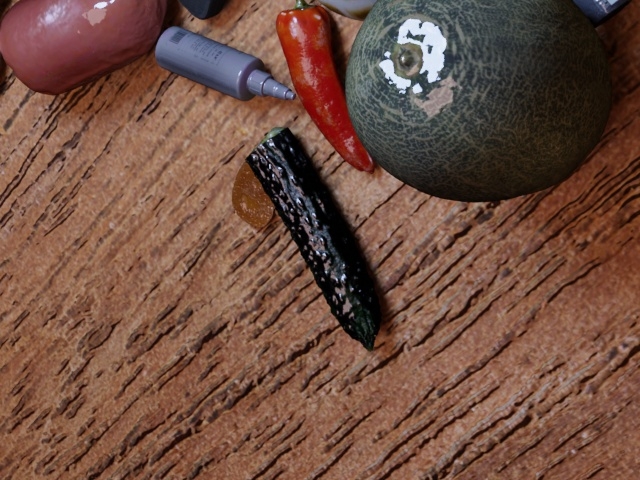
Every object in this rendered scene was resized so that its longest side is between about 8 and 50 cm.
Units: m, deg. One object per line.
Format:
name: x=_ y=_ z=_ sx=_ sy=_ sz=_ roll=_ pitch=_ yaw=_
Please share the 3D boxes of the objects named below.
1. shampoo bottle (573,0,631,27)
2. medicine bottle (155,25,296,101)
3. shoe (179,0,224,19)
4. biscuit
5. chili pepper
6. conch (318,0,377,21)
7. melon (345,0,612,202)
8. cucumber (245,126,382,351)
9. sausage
shampoo bottle: x=0.244 y=-0.319 z=1.586 sx=0.207 sy=0.057 sz=0.063 roll=52 pitch=127 yaw=4
medicine bottle: x=-0.111 y=-0.207 z=1.852 sx=0.199 sy=0.058 sz=0.057 roll=24 pitch=119 yaw=27
shoe: x=-0.115 y=-0.366 z=1.790 sx=0.108 sy=0.093 sz=0.241 roll=48 pitch=150 yaw=14
biscuit: x=-0.076 y=-0.059 z=1.919 sx=0.078 sy=0.015 sz=0.091 roll=33 pitch=123 yaw=17
chili pepper: x=-0.002 y=-0.199 z=1.792 sx=0.071 sy=0.063 sz=0.272 roll=-6 pitch=109 yaw=51
conch: x=0.056 y=-0.327 z=1.638 sx=0.275 sy=0.149 sz=0.182 roll=15 pitch=85 yaw=4
melon: x=0.167 y=-0.158 z=1.534 sx=0.249 sy=0.329 sz=0.248 roll=0 pitch=89 yaw=32
cucumber: x=0.002 y=-0.001 z=1.859 sx=0.072 sy=0.072 sz=0.300 roll=-28 pitch=93 yaw=37
sausage: x=-0.303 y=-0.267 z=1.909 sx=0.254 sy=0.148 sz=0.148 roll=-15 pitch=99 yaw=36
